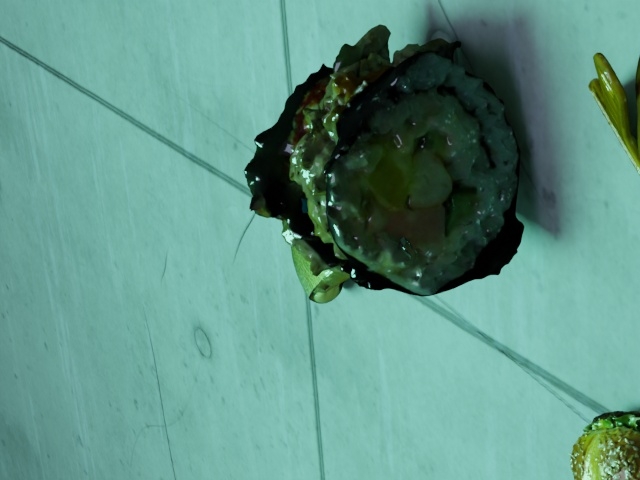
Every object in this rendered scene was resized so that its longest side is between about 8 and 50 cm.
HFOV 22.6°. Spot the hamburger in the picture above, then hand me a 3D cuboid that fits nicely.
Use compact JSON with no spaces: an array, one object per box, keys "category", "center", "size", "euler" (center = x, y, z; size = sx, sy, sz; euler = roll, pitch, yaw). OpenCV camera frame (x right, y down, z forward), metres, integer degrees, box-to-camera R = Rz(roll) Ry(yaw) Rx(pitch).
[{"category":"hamburger","center":[0.287,0.236,1.443],"size":[0.137,0.087,0.166],"euler":[-17,93,62]}]

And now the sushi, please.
[{"category":"sushi","center":[0.057,-0.068,1.516],"size":[0.219,0.238,0.225],"euler":[8,127,52]}]

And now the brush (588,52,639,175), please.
[{"category":"brush","center":[0.231,-0.097,1.236],"size":[0.103,0.013,0.272],"euler":[62,-172,14]}]

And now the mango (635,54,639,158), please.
[{"category":"mango","center":[0.294,-0.123,1.108],"size":[0.151,0.156,0.248],"euler":[33,133,27]}]

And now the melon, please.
[{"category":"melon","center":[0.000,0.000,1.801],"size":[0.128,0.079,0.160],"euler":[59,151,16]}]
